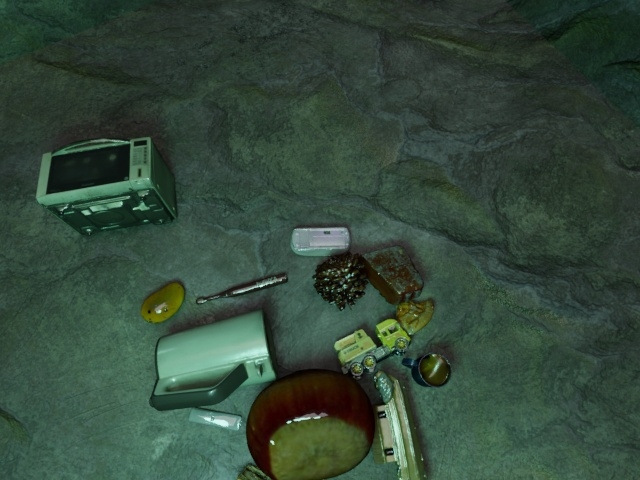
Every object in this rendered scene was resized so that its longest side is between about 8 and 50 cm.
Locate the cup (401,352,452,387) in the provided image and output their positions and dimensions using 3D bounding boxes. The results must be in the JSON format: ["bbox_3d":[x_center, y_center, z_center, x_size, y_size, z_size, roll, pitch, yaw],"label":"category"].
[{"bbox_3d":[0.379,0.453,1.491,0.113,0.138,0.150,-39,75,-15],"label":"cup"}]

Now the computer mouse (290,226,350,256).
[{"bbox_3d":[0.000,0.000,1.691,0.245,0.056,0.126,-2,69,-2],"label":"computer mouse"}]

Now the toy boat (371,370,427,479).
[{"bbox_3d":[0.248,0.670,1.414,0.162,0.136,0.446,-11,71,-1],"label":"toy boat"}]

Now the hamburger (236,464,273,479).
[{"bbox_3d":[-0.164,0.854,1.345,0.262,0.124,0.131,29,90,13],"label":"hamburger"}]

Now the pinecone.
[{"bbox_3d":[0.078,0.157,1.567,0.221,0.221,0.222,1,70,-2],"label":"pinecone"}]

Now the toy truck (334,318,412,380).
[{"bbox_3d":[0.185,0.388,1.522,0.272,0.124,0.157,-26,64,-8],"label":"toy truck"}]

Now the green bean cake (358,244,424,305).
[{"bbox_3d":[0.270,0.137,1.605,0.198,0.097,0.233,-18,54,-13],"label":"green bean cake"}]

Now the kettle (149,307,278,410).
[{"bbox_3d":[-0.345,0.416,1.388,0.376,0.361,0.250,-12,112,-3],"label":"kettle"}]

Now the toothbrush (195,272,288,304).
[{"bbox_3d":[-0.304,0.193,1.620,0.363,0.041,0.041,-15,71,-7],"label":"toothbrush"}]

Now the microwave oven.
[{"bbox_3d":[-0.794,-0.192,1.592,0.394,0.333,0.247,-11,67,-5],"label":"microwave oven"}]

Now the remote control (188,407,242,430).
[{"bbox_3d":[-0.371,0.627,1.463,0.184,0.027,0.050,10,70,1],"label":"remote control"}]

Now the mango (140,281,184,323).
[{"bbox_3d":[-0.589,0.239,1.571,0.178,0.090,0.115,-35,67,-22],"label":"mango"}]

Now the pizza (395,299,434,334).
[{"bbox_3d":[0.346,0.268,1.579,0.182,0.063,0.161,-27,36,-33],"label":"pizza"}]

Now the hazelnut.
[{"bbox_3d":[-0.031,0.589,1.340,0.409,0.359,0.359,-5,70,-1],"label":"hazelnut"}]
